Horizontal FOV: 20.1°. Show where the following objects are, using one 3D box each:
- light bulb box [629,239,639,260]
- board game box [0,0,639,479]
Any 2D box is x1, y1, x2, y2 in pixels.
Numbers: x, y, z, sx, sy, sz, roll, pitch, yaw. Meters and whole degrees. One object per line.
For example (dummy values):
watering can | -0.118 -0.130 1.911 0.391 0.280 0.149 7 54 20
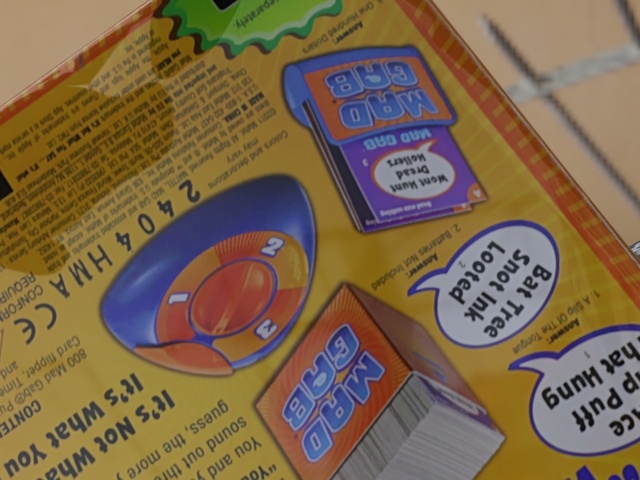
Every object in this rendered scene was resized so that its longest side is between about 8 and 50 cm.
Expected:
light bulb box | 0.423 0.156 1.538 0.361 0.225 0.358 58 -177 -8
board game box | -0.004 0.108 0.966 0.356 0.356 0.356 55 180 23
